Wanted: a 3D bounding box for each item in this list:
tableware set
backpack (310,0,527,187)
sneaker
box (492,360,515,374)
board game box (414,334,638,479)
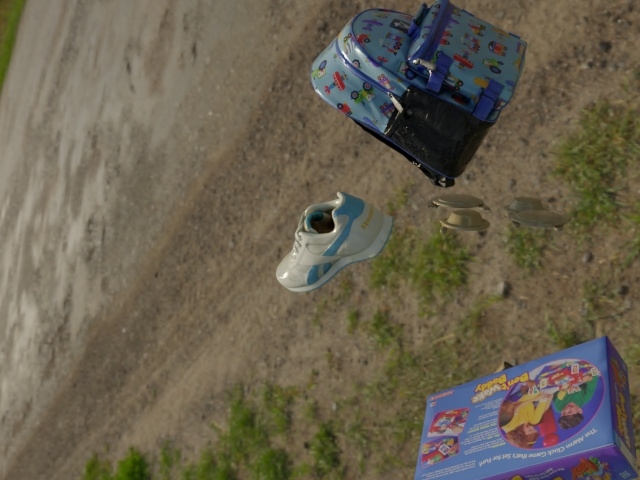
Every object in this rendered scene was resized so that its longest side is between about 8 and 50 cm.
[{"bbox_3d":[0.210,-0.032,0.966,0.141,0.168,0.020,-61,-29,-71],"label":"tableware set"},{"bbox_3d":[0.087,-0.157,0.754,0.158,0.173,0.117,-56,-5,-49],"label":"backpack"},{"bbox_3d":[0.000,0.000,1.136,0.228,0.092,0.087,-34,31,46],"label":"sneaker"},{"bbox_3d":[0.383,0.354,1.636,0.201,0.164,0.021,-58,2,31],"label":"box"},{"bbox_3d":[0.326,0.312,1.325,0.347,0.078,0.233,-26,25,30],"label":"board game box"}]
